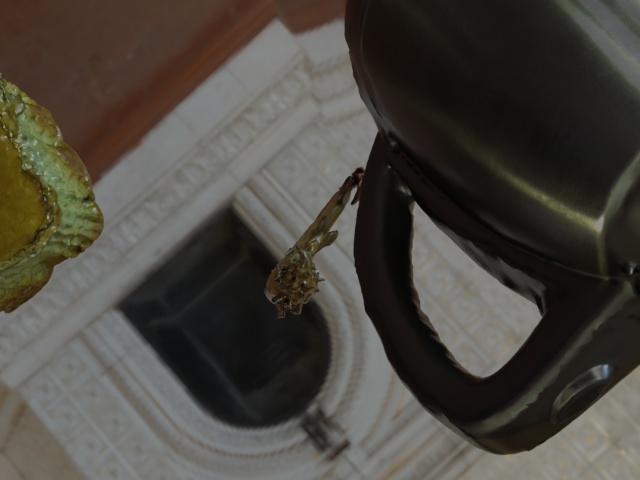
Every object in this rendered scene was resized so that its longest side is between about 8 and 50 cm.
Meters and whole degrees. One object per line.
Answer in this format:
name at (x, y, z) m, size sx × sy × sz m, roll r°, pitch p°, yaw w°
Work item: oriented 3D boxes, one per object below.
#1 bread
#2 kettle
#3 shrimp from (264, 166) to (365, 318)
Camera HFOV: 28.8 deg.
bread at (-0.201, -0.020, 0.699) m, size 0.140 × 0.128 × 0.069 m, roll -32°, pitch 166°, yaw 11°
kettle at (0.126, -0.057, 0.600) m, size 0.251 × 0.271 × 0.207 m, roll -21°, pitch 128°, yaw -7°
shrimp at (0.001, 0.001, 0.908) m, size 0.124 × 0.034 × 0.178 m, roll -54°, pitch -177°, yaw 0°
